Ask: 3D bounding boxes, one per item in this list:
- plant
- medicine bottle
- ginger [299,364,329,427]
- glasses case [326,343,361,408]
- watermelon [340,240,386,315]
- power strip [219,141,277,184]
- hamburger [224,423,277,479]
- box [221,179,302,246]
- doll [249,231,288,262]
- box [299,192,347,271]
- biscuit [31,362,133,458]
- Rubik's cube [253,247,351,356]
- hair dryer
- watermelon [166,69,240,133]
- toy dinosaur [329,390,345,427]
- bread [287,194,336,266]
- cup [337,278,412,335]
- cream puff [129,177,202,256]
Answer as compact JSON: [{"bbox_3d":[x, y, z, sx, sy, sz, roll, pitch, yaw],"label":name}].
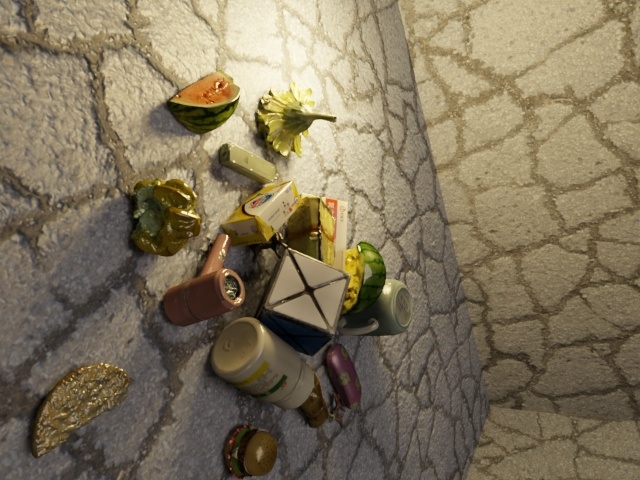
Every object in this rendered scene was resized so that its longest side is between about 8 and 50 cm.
[{"bbox_3d":[-0.110,-0.474,1.966,0.261,0.297,0.305,17,86,-22],"label":"plant"},{"bbox_3d":[-0.179,0.418,1.705,0.339,0.208,0.208,49,47,-41],"label":"medicine bottle"},{"bbox_3d":[-0.042,0.601,1.985,0.109,0.116,0.262,-22,115,-13],"label":"ginger"},{"bbox_3d":[0.104,0.586,2.226,0.123,0.076,0.316,-49,126,-48],"label":"glasses case"},{"bbox_3d":[0.172,0.155,2.131,0.190,0.331,0.330,2,82,-16],"label":"watermelon"},{"bbox_3d":[-0.254,-0.270,1.836,0.272,0.052,0.078,22,67,-54],"label":"power strip"},{"bbox_3d":[-0.216,0.687,1.679,0.175,0.137,0.175,20,65,-53],"label":"hamburger"},{"bbox_3d":[-0.198,-0.095,1.795,0.265,0.168,0.097,-51,124,-45],"label":"box"},{"bbox_3d":[-0.193,0.004,1.838,0.139,0.165,0.057,-8,129,-20],"label":"doll"},{"bbox_3d":[0.000,0.000,2.087,0.214,0.069,0.353,9,78,-25],"label":"box"},{"bbox_3d":[-0.584,0.383,1.257,0.290,0.038,0.141,-31,110,-56],"label":"biscuit"},{"bbox_3d":[-0.071,0.215,1.782,0.260,0.259,0.254,23,57,-9],"label":"Rubik's cube"},{"bbox_3d":[-0.319,0.088,1.575,0.125,0.210,0.352,52,30,-32],"label":"hair dryer"},{"bbox_3d":[-0.336,-0.443,1.667,0.303,0.128,0.159,-53,127,-46],"label":"watermelon"},{"bbox_3d":[0.070,0.726,2.197,0.108,0.032,0.220,-47,133,-53],"label":"toy dinosaur"},{"bbox_3d":[0.000,-0.021,1.916,0.199,0.236,0.263,0,80,-19],"label":"bread"},{"bbox_3d":[0.226,0.316,2.271,0.357,0.275,0.259,-38,116,-53],"label":"cup"},{"bbox_3d":[-0.419,-0.064,1.452,0.195,0.195,0.220,0,89,-56],"label":"cream puff"}]
